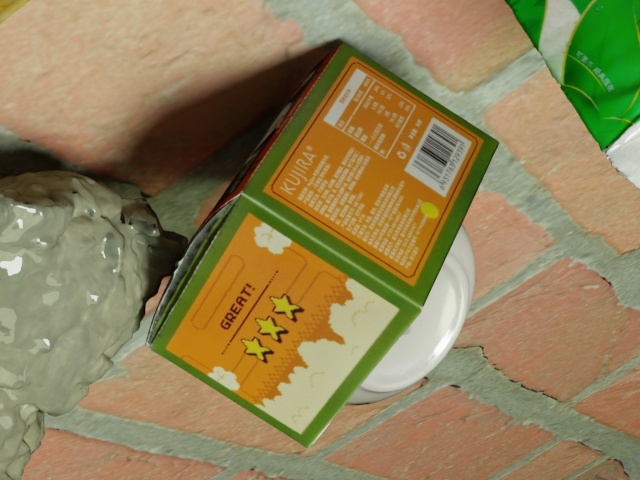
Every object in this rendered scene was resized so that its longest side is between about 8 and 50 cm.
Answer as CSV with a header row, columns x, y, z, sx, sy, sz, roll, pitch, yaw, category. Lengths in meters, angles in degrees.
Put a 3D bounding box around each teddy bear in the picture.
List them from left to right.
x,y,z,sx,sy,sz,roll,pitch,yaw,category
-0.268,0.073,0.947,0.367,0.224,0.357,-40,154,-8,teddy bear

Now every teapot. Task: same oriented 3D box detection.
x,y,z,sx,sy,sz,roll,pitch,yaw,category
0.027,0.041,1.197,0.298,0.139,0.204,-3,119,-36,teapot

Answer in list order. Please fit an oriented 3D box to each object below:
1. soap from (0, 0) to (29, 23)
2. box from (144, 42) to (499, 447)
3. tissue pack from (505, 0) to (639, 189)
x,y,z,sx,sy,sz,roll,pitch,yaw,category
-0.283,-0.120,0.520,0.281,0.143,0.259,-34,130,14,soap
0.000,0.000,0.971,0.177,0.148,0.195,-54,-176,43,box
0.215,-0.160,0.907,0.156,0.209,0.148,-36,153,16,tissue pack
